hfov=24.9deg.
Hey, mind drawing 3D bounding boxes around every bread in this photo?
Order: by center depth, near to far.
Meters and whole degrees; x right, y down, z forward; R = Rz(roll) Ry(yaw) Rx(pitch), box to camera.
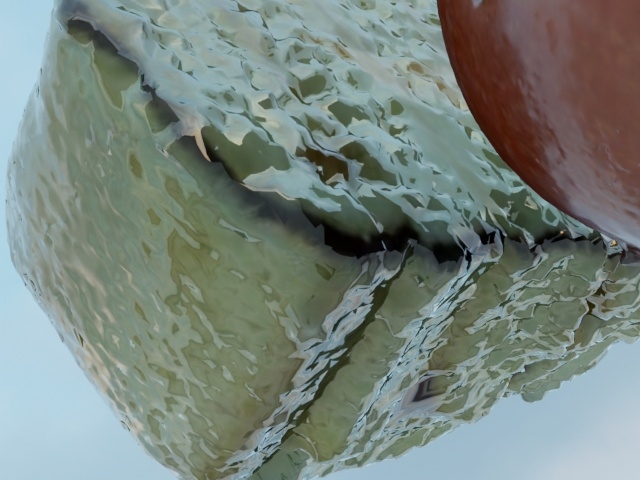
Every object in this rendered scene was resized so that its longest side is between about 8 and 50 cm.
[{"bbox_3d":[-0.008,0.003,0.765,0.395,0.239,0.264,-5,-36,-47],"label":"bread"}]

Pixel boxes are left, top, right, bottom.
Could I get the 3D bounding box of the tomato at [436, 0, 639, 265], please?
[{"bbox_3d":[0.168,-0.123,0.523,0.265,0.265,0.265,-6,-50,-7],"label":"tomato"}]
